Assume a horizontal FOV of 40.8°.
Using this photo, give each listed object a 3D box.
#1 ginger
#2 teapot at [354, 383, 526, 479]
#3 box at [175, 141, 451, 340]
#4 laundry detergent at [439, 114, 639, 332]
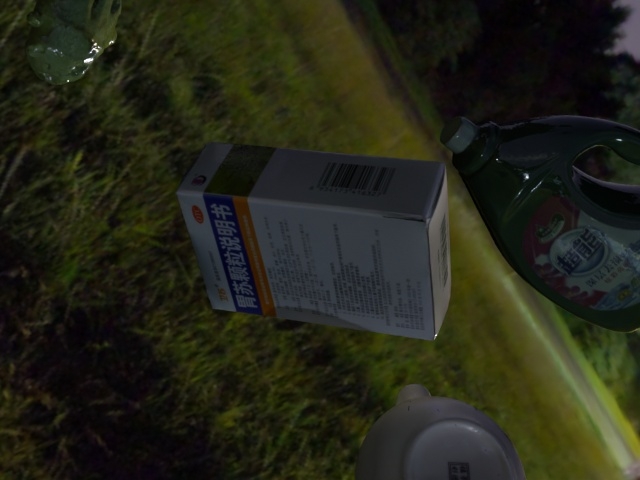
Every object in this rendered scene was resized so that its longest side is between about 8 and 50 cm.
[{"bbox_3d":[-0.260,-0.309,0.883,0.137,0.089,0.289,-51,151,-58],"label":"ginger"},{"bbox_3d":[0.137,0.311,1.022,0.208,0.166,0.299,13,71,-23],"label":"teapot"},{"bbox_3d":[0.000,0.000,1.032,0.106,0.300,0.200,-64,154,-42],"label":"box"},{"bbox_3d":[0.177,-0.029,0.603,0.211,0.137,0.063,34,29,-18],"label":"laundry detergent"}]
